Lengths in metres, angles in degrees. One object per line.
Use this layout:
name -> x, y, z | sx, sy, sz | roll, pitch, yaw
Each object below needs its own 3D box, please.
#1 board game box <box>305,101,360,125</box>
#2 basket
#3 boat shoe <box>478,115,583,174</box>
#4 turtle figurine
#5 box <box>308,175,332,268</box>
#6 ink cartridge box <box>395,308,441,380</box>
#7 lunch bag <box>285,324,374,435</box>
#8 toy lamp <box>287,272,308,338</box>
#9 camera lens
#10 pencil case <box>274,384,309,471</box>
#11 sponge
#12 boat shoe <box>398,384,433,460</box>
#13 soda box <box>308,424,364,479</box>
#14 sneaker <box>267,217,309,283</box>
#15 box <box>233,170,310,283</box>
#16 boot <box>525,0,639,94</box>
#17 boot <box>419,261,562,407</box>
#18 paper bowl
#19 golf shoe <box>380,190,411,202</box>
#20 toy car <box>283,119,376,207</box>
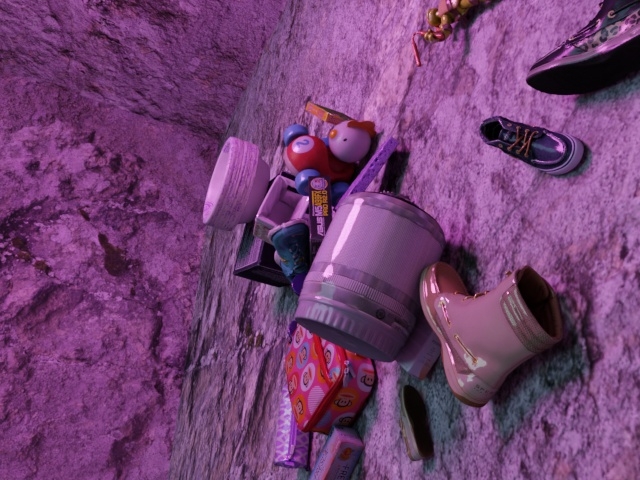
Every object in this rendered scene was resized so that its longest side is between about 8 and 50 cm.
board game box -> 0.046, -0.361, 1.755 | 0.259, 0.124, 0.039 | -131, 58, -66
basket -> -0.105, -0.073, 1.625 | 0.103, 0.113, 0.167 | 119, 176, -54
boat shoe -> 0.324, -0.152, 0.941 | 0.183, 0.083, 0.065 | -134, 62, -67
turtle figurine -> 0.294, -0.503, 1.273 | 0.217, 0.087, 0.269 | -20, 47, 56
box -> 0.000, 0.000, 1.547 | 0.270, 0.060, 0.216 | 89, 179, -51
ink cartridge box -> 0.197, 0.156, 1.134 | 0.179, 0.045, 0.145 | -54, 21, 1
lunch bag -> 0.025, 0.273, 1.374 | 0.258, 0.120, 0.293 | -60, 25, 24
toy lamp -> -0.046, 0.194, 1.557 | 0.274, 0.080, 0.080 | 94, 175, -49
camera lens -> 0.096, 0.062, 1.118 | 0.274, 0.219, 0.219 | -66, 18, -17
pencil case -> -0.068, 0.467, 1.492 | 0.088, 0.087, 0.206 | 72, -162, -60
sponge -> 0.108, -0.151, 1.436 | 0.210, 0.031, 0.117 | -53, 4, -4
boat shoe -> 0.160, 0.325, 1.063 | 0.045, 0.050, 0.135 | -50, 31, 38
soda box -> 0.027, 0.489, 1.276 | 0.183, 0.058, 0.063 | -67, 21, 15
sneaker -> -0.063, 0.033, 1.513 | 0.275, 0.107, 0.110 | 81, 167, -62
box -> -0.122, -0.024, 1.856 | 0.294, 0.183, 0.296 | -19, 56, 65
boot -> 0.408, -0.318, 0.849 | 0.236, 0.085, 0.178 | -12, 62, 60
boot -> 0.255, 0.095, 0.922 | 0.261, 0.095, 0.203 | -97, 30, -43
paper bowl -> -0.254, -0.165, 1.845 | 0.284, 0.148, 0.284 | -53, 27, 42
golf shoe -> 0.110, -0.009, 1.371 | 0.273, 0.105, 0.120 | 137, 134, -57
toy car -> 0.043, -0.255, 1.610 | 0.238, 0.210, 0.219 | -44, 45, 33
